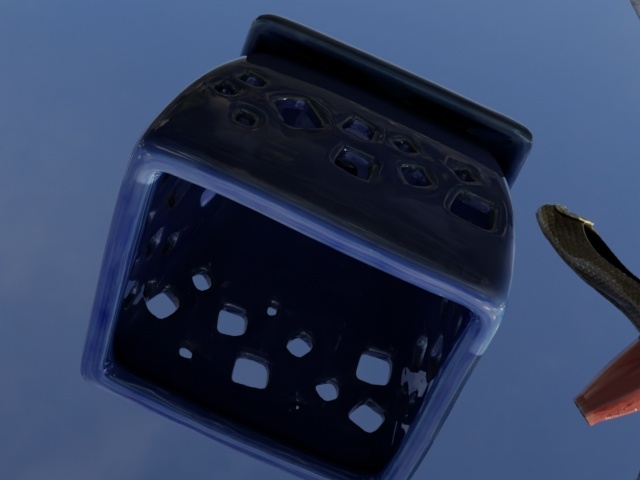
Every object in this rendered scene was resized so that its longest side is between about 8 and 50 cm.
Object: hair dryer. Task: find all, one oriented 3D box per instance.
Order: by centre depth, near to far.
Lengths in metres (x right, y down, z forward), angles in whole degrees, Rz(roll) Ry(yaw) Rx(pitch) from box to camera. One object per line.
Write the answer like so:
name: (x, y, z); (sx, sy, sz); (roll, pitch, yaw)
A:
hair dryer: (0.421, 0.167, 1.501); (0.293, 0.224, 0.080); (-5, -139, -27)

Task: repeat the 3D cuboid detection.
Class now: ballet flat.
ballet flat: (0.307, 0.038, 1.301); (0.084, 0.058, 0.250); (13, -149, -46)

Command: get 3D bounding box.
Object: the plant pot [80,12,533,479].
plant pot: (0.000, 0.000, 0.861); (0.235, 0.236, 0.212); (24, -135, 1)

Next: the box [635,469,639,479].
box: (0.269, 0.286, 0.780); (0.261, 0.103, 0.184); (52, -128, -14)

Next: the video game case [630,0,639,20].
video game case: (0.309, -0.149, 0.789); (0.193, 0.212, 0.023); (28, -131, -62)
